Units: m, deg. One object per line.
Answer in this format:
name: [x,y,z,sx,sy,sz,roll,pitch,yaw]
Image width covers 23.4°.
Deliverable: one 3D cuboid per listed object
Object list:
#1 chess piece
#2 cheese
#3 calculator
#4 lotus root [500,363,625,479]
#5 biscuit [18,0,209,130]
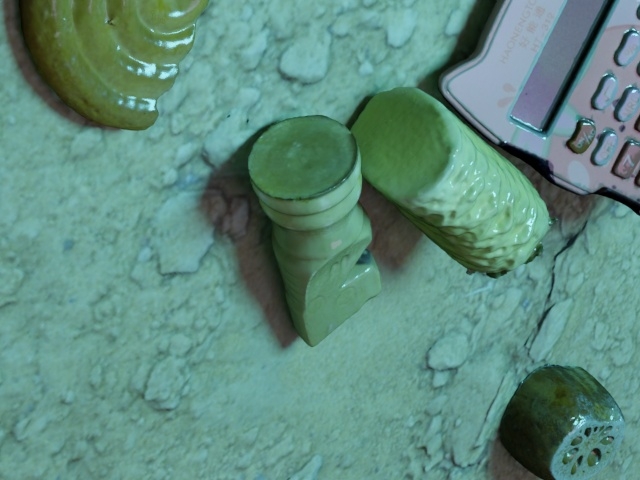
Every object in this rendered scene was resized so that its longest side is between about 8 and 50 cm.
chess piece: [0.000,0.000,1.238,0.090,0.090,0.200,-36,143,-20]
cheese: [0.105,-0.045,1.264,0.094,0.123,0.167,-44,139,11]
calculator: [0.264,-0.140,1.334,0.329,0.048,0.220,24,97,-23]
lotus root: [0.245,0.192,1.558,0.122,0.081,0.112,4,118,-42]
biscuit: [-0.131,-0.186,1.042,0.144,0.033,0.224,11,105,-44]
